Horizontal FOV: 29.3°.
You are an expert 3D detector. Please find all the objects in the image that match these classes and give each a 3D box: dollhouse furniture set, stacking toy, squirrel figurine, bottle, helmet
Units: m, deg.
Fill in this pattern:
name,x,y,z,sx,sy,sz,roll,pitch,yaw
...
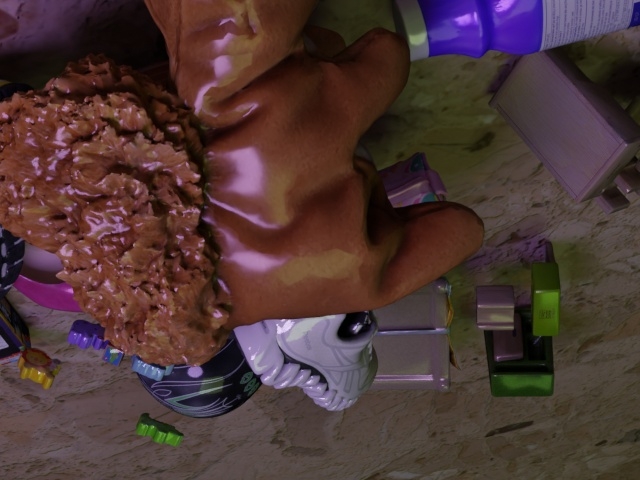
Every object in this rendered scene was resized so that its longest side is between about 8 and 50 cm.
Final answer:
name,x,y,z,sx,sy,sz,roll,pitch,yaw
dollhouse furniture set,0.342,-0.157,1.404,0.242,0.161,0.212,-17,152,-40
dollhouse furniture set,0.174,0.097,1.697,0.302,0.151,0.197,-1,124,6
stacking toy,-0.236,0.130,1.459,0.221,0.052,0.167,26,112,-2
squirrel figurine,-0.099,-0.103,1.078,0.397,0.281,0.370,-31,129,-19
bottle,0.215,-0.246,1.229,0.283,0.092,0.118,-15,144,-2
helmet,-0.154,0.144,1.553,0.162,0.169,0.169,-33,145,-8

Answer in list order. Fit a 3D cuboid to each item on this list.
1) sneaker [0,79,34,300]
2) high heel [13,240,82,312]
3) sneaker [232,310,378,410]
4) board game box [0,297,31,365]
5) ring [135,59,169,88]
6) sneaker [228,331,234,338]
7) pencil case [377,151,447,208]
name,x,y,z,sx,sy,sz,roll,pitch,yaw
sneaker,-0.358,-0.039,1.202,0.111,0.121,0.299,-13,130,-53
high heel,-0.306,-0.003,1.278,0.244,0.082,0.117,25,150,10
sneaker,0.016,0.105,1.285,0.118,0.110,0.292,-31,160,12
board game box,-0.454,0.112,1.468,0.170,0.048,0.141,-17,143,0
ring,-0.137,-0.071,1.343,0.337,0.032,0.336,-11,136,-11
sneaker,-0.053,0.068,1.406,0.170,0.051,0.089,6,126,-27
pencil case,0.000,0.000,1.316,0.284,0.124,0.124,-17,144,-2
